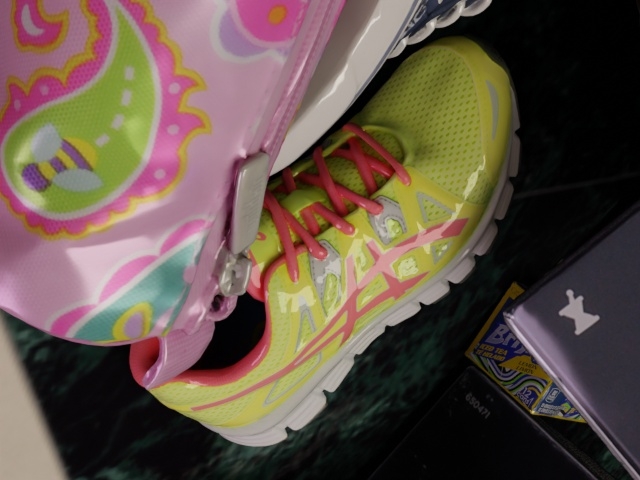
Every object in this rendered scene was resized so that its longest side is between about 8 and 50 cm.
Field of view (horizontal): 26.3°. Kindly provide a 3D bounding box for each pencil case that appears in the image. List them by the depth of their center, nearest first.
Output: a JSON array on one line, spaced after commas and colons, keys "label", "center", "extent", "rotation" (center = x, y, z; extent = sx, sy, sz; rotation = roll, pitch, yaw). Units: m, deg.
[{"label": "pencil case", "center": [-0.028, -0.100, 0.393], "extent": [0.124, 0.124, 0.284], "rotation": [1, 123, -47]}]

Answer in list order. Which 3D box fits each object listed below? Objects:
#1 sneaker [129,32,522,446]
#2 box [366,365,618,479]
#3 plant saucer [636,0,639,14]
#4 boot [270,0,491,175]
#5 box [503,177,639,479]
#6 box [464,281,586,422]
[{"label": "sneaker", "center": [0.000, 0.000, 0.560], "extent": [0.208, 0.081, 0.094], "rotation": [-53, 143, 11]}, {"label": "box", "center": [0.102, 0.276, 0.854], "extent": [0.296, 0.183, 0.294], "rotation": [-48, 144, 2]}, {"label": "plant saucer", "center": [0.225, -0.166, 0.676], "extent": [0.168, 0.029, 0.168], "rotation": [-27, 140, -25]}, {"label": "boot", "center": [0.033, -0.094, 0.507], "extent": [0.190, 0.069, 0.086], "rotation": [-54, 142, 9]}, {"label": "box", "center": [0.292, -0.039, 0.575], "extent": [0.343, 0.179, 0.312], "rotation": [-43, 173, 27]}, {"label": "box", "center": [0.159, 0.073, 0.819], "extent": [0.169, 0.059, 0.054], "rotation": [16, 110, -52]}]
